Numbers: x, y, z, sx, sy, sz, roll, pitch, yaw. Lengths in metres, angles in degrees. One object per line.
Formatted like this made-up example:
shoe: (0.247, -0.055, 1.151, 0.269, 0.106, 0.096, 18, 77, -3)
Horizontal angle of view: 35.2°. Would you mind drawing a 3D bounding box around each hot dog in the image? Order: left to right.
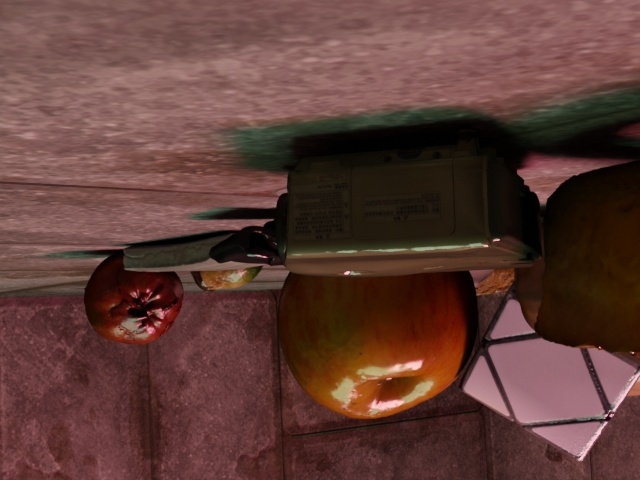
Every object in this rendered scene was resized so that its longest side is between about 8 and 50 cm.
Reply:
hot dog: (0.413, 0.077, 2.227, 0.084, 0.073, 0.242, -4, 174, -37)

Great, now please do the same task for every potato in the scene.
potato: (-0.127, 0.039, 1.517, 0.103, 0.066, 0.096, -9, 176, 34)

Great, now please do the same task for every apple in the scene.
apple: (0.085, 0.128, 1.485, 0.301, 0.302, 0.301, -3, 175, 0)

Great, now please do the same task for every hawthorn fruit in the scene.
hawthorn fruit: (-0.291, 0.083, 1.544, 0.148, 0.148, 0.172, -1, -166, -24)

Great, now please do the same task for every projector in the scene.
projector: (0.065, -0.018, 0.773, 0.193, 0.088, 0.269, -4, 175, 17)

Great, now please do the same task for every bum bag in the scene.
bum bag: (0.000, 0.000, 1.132, 0.248, 0.060, 0.123, -2, 174, -23)

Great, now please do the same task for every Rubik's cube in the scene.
Rubik's cube: (0.348, 0.144, 1.438, 0.207, 0.205, 0.205, 30, -142, 12)

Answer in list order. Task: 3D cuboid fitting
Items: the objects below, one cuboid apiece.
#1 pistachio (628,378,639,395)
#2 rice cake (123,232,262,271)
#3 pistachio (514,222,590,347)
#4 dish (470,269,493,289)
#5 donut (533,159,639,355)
pistachio: (0.524, 0.112, 1.682, 0.445, 0.282, 0.365, -19, 155, 26)
rice cake: (-0.153, 0.019, 1.382, 0.237, 0.043, 0.127, -6, 176, 44)
pistachio: (0.363, 0.047, 1.244, 0.288, 0.166, 0.197, -3, -174, -25)
dish: (0.232, 0.047, 1.739, 0.246, 0.078, 0.224, -5, 173, 24)
donut: (0.287, -0.003, 0.726, 0.277, 0.109, 0.277, -9, -171, 1)
